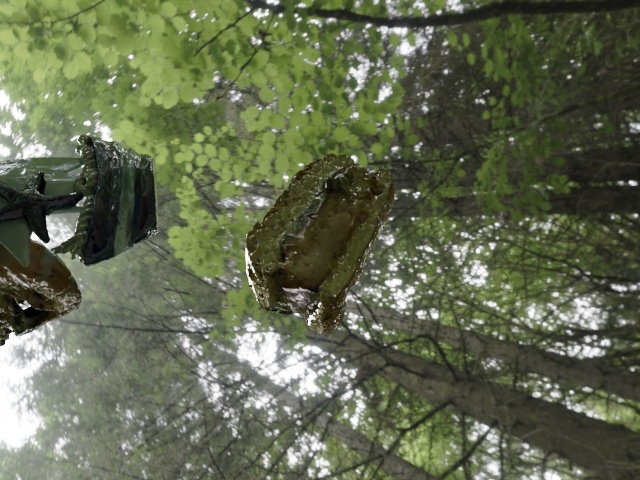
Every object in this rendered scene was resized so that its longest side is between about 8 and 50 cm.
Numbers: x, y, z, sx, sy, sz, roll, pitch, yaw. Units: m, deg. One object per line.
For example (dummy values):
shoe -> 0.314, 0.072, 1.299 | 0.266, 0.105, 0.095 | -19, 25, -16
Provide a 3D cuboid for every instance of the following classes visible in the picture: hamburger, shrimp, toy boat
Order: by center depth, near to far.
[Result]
toy boat -> -0.300, -0.030, 0.614 | 0.291, 0.210, 0.071 | -24, -43, -32
hamburger -> 0.000, 0.000, 0.680 | 0.262, 0.124, 0.131 | -58, -15, -48
shrimp -> -0.374, 0.073, 0.734 | 0.152, 0.287, 0.063 | 14, -127, -13
